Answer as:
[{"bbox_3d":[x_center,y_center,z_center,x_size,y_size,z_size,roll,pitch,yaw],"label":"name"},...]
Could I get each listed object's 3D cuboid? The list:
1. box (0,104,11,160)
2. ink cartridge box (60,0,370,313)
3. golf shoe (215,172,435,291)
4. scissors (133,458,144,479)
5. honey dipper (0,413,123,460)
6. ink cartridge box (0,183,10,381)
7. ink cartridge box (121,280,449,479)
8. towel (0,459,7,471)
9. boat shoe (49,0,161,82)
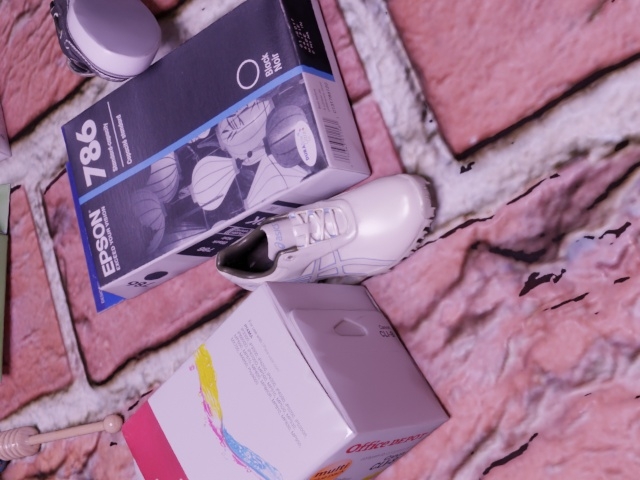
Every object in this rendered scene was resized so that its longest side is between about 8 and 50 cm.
[{"bbox_3d":[-0.475,-0.200,1.066,0.232,0.058,0.321,-19,73,11],"label":"box"},{"bbox_3d":[-0.122,-0.064,0.842,0.333,0.065,0.165,-27,72,33],"label":"ink cartridge box"},{"bbox_3d":[0.000,0.000,0.734,0.176,0.086,0.069,-28,69,30],"label":"golf shoe"},{"bbox_3d":[-0.124,0.327,0.839,0.109,0.021,0.297,-47,64,27],"label":"scissors"},{"bbox_3d":[-0.249,0.184,0.937,0.161,0.030,0.030,-18,76,32],"label":"honey dipper"},{"bbox_3d":[-0.380,0.042,1.001,0.109,0.062,0.209,-7,77,27],"label":"ink cartridge box"},{"bbox_3d":[-0.026,0.130,0.715,0.176,0.128,0.127,-46,62,25],"label":"ink cartridge box"},{"bbox_3d":[-0.497,0.249,1.110,0.370,0.040,0.271,-46,63,22],"label":"towel"},{"bbox_3d":[-0.203,-0.186,0.876,0.228,0.080,0.076,56,130,46],"label":"boat shoe"}]
